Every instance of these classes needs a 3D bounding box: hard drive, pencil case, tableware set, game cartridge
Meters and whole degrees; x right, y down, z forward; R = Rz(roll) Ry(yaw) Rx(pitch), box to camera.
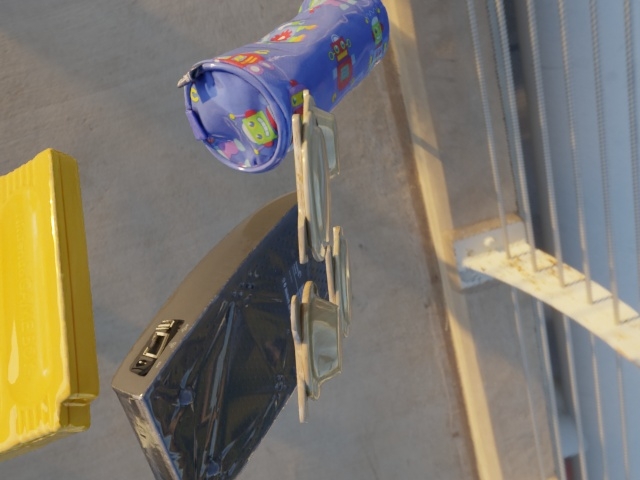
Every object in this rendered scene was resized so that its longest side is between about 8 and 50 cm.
[{"bbox_3d":[-0.065,0.083,0.584,0.054,0.254,0.171,10,131,25],"label":"hard drive"},{"bbox_3d":[-0.031,-0.186,0.767,0.133,0.306,0.119,3,124,29],"label":"pencil case"},{"bbox_3d":[0.000,0.000,0.350,0.020,0.168,0.141,-3,106,7],"label":"tableware set"},{"bbox_3d":[-0.366,0.093,0.726,0.324,0.285,0.053,-25,155,25],"label":"game cartridge"}]
